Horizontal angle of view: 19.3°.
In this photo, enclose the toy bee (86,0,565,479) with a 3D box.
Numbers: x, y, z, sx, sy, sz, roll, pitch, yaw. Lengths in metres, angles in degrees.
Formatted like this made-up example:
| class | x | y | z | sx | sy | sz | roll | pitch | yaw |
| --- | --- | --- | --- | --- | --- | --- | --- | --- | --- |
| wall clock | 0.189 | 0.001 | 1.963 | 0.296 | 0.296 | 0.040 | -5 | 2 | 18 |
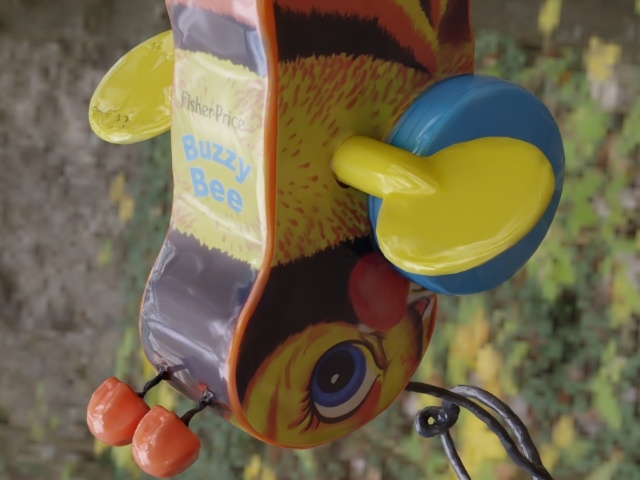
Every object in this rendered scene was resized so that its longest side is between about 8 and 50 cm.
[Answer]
| class | x | y | z | sx | sy | sz | roll | pitch | yaw |
| --- | --- | --- | --- | --- | --- | --- | --- | --- | --- |
| toy bee | 0.000 | 0.000 | 0.592 | 0.195 | 0.162 | 0.298 | -7 | 108 | 57 |
